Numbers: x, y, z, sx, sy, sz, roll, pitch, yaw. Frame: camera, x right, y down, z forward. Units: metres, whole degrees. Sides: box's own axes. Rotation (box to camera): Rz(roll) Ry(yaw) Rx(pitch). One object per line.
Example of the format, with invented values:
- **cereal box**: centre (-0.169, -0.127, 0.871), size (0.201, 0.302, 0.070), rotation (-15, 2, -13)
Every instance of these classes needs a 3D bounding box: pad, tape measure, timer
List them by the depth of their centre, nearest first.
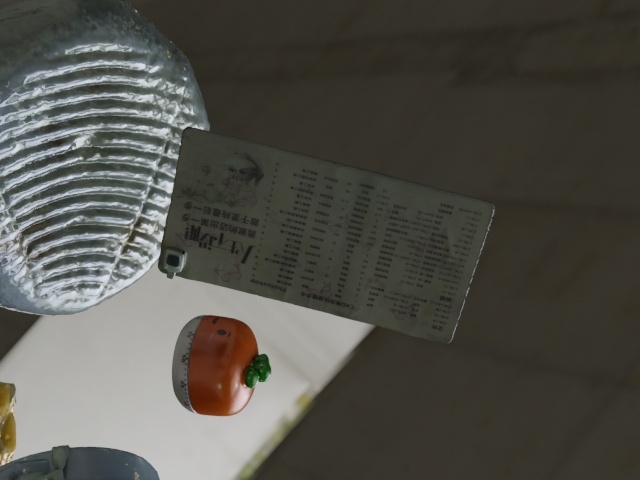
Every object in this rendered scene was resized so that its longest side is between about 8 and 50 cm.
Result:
- **pad**: centre (0.000, 0.000, 1.462), size (0.009, 0.265, 0.159), rotation (-76, 180, -53)
- **tape measure**: centre (-0.218, 0.243, 1.463), size (0.182, 0.181, 0.107), rotation (-37, -127, 30)
- **timer**: centre (-0.122, 0.162, 2.222), size (0.136, 0.136, 0.099), rotation (-31, 179, 33)

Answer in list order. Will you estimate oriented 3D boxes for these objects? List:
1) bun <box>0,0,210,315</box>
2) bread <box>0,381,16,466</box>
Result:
- **bun**: centre (-0.282, -0.091, 1.774), size (0.354, 0.354, 0.194), rotation (-49, -137, -10)
- **bread**: centre (-0.380, 0.198, 1.634), size (0.068, 0.188, 0.125), rotation (6, -83, 59)
